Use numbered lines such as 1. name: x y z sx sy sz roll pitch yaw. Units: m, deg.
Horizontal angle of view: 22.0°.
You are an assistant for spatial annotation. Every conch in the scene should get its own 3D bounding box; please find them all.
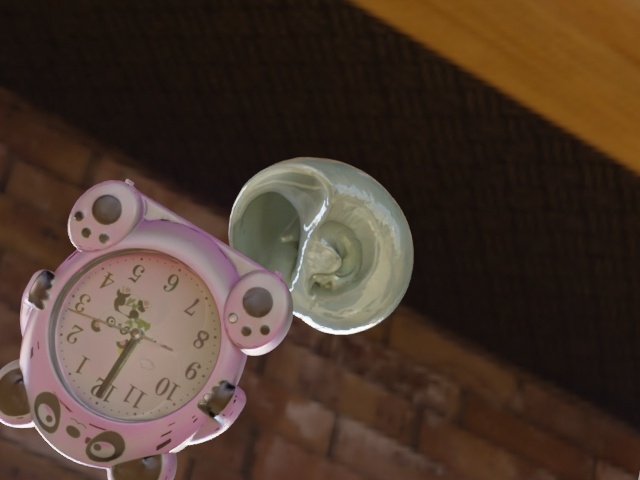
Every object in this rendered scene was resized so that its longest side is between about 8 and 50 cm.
1. conch: 0.000 -0.001 1.751 0.185 0.121 0.221 -23 117 -2

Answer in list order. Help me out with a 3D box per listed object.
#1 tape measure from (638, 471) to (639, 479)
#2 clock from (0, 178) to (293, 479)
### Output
1. tape measure: 0.491 0.292 1.923 0.246 0.243 0.125 -4 163 34
2. clock: -0.168 0.094 1.502 0.228 0.248 0.090 31 176 7
